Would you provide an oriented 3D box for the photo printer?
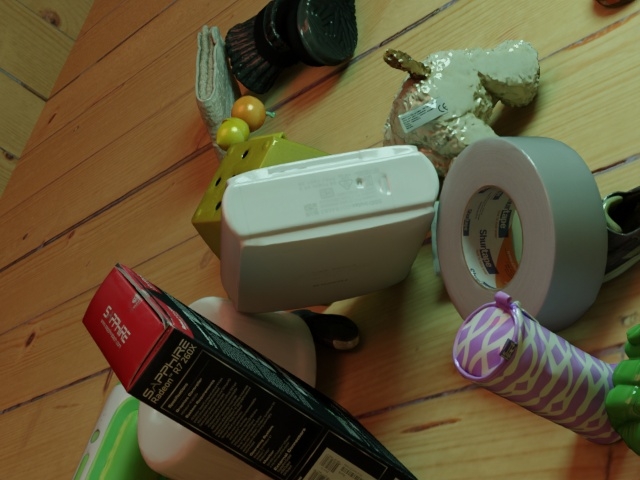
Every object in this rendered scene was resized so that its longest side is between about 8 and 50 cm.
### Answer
[{"bbox_3d":[0.000,0.000,1.512,0.307,0.256,0.107,105,153,-69],"label":"photo printer"}]

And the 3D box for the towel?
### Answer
[{"bbox_3d":[-0.189,-0.273,2.299,0.049,0.187,0.282,-13,41,7],"label":"towel"}]

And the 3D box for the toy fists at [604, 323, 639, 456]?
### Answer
[{"bbox_3d":[0.361,0.076,1.079,0.279,0.096,0.142,-55,26,4],"label":"toy fists"}]

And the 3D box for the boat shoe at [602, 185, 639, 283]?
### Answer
[{"bbox_3d":[0.320,-0.018,1.274,0.223,0.073,0.080,-28,38,42],"label":"boat shoe"}]

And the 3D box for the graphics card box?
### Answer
[{"bbox_3d":[-0.083,0.182,1.382,0.094,0.371,0.233,-55,28,-1],"label":"graphics card box"}]

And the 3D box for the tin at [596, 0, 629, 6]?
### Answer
[{"bbox_3d":[0.413,-0.390,1.588,0.106,0.040,0.189,-4,56,62],"label":"tin"}]

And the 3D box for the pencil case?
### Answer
[{"bbox_3d":[0.217,0.123,1.144,0.086,0.206,0.088,14,77,55],"label":"pencil case"}]

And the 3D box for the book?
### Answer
[{"bbox_3d":[0.190,-0.005,1.463,0.144,0.035,0.096,-2,97,56],"label":"book"}]

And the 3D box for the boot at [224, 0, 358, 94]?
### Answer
[{"bbox_3d":[-0.064,-0.360,2.225,0.260,0.131,0.348,-34,22,24],"label":"boot"}]

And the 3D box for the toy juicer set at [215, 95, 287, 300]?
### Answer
[{"bbox_3d":[-0.111,-0.092,1.952,0.089,0.209,0.329,1,53,14],"label":"toy juicer set"}]

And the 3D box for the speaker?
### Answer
[{"bbox_3d":[-0.303,0.355,1.816,0.131,0.131,0.296,-17,46,51],"label":"speaker"}]

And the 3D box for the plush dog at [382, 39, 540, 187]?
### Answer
[{"bbox_3d":[0.149,-0.152,1.615,0.225,0.211,0.262,125,166,-63],"label":"plush dog"}]

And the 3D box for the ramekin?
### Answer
[{"bbox_3d":[-0.137,0.210,1.650,0.277,0.135,0.277,-41,36,40],"label":"ramekin"}]

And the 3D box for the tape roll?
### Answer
[{"bbox_3d":[0.214,-0.004,1.318,0.219,0.072,0.219,14,106,62],"label":"tape roll"}]

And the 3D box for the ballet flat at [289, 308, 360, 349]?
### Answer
[{"bbox_3d":[0.005,0.129,1.674,0.057,0.049,0.173,-19,14,-27],"label":"ballet flat"}]

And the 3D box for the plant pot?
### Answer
[{"bbox_3d":[-0.062,-0.042,1.805,0.212,0.187,0.212,-1,59,58],"label":"plant pot"}]
